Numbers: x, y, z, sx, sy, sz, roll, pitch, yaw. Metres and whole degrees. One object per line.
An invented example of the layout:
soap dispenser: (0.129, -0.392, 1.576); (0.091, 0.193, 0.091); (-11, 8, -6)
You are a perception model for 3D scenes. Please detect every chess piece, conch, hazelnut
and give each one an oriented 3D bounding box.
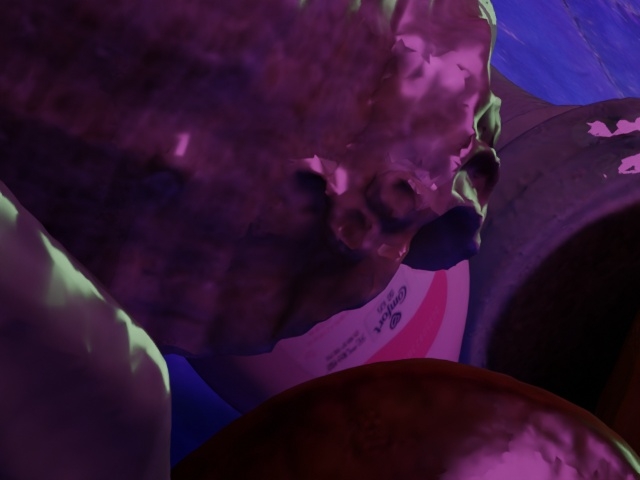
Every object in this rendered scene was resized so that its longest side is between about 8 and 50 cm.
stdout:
chess piece: (0.090, -0.056, 1.088); (0.195, 0.194, 0.299); (21, 24, -44)
conch: (-0.083, -0.144, 0.538); (0.352, 0.297, 0.210); (62, -1, 30)
hazelnut: (0.023, 0.125, 0.659); (0.178, 0.204, 0.178); (168, -90, -84)

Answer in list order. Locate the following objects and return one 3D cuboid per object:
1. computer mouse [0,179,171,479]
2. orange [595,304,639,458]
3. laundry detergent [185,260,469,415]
computer mouse: (-0.164, -0.024, 0.331); (0.228, 0.145, 0.429); (36, -11, 37)
orange: (0.254, 0.086, 0.963); (0.249, 0.249, 0.183); (30, 33, -32)
laundry detergent: (0.000, 0.000, 0.760); (0.088, 0.159, 0.335); (17, -29, 30)
